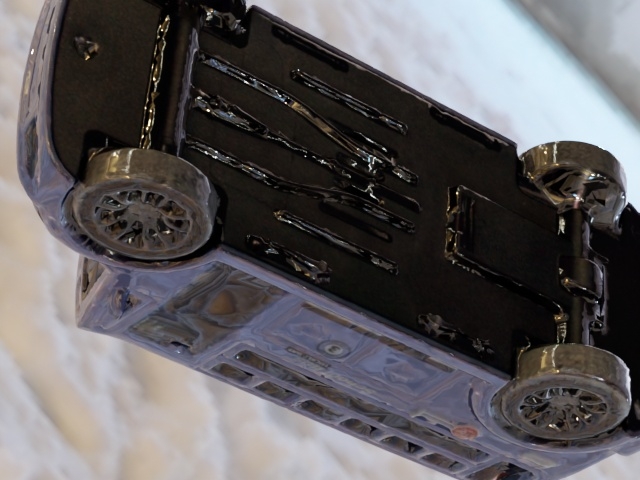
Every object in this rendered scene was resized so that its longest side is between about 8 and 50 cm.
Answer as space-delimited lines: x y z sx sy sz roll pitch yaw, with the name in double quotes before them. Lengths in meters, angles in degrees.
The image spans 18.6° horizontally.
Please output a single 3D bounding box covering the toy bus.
"toy bus" 0.000 0.000 0.787 0.292 0.133 0.125 25 50 -25
